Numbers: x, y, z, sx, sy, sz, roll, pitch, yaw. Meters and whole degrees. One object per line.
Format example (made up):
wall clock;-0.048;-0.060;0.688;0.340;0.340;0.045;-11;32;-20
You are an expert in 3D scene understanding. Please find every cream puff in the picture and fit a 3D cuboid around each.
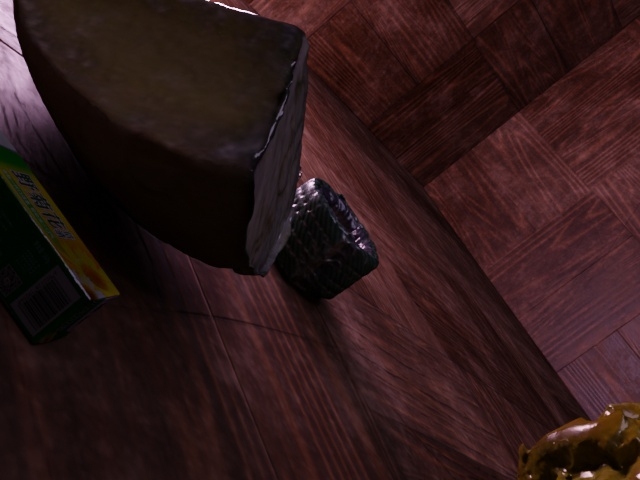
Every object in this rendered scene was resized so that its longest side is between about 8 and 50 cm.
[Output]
cream puff;0.382;0.335;0.956;0.257;0.291;0.324;21;41;-15

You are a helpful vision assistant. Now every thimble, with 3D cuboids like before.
thimble;0.000;0.000;0.935;0.118;0.090;0.135;40;16;-42

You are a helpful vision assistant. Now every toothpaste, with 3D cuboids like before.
toothpaste;-0.183;-0.027;0.449;0.178;0.043;0.037;52;12;7

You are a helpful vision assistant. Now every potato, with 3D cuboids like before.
potato;-0.145;-0.079;0.651;0.264;0.211;0.189;21;52;5
